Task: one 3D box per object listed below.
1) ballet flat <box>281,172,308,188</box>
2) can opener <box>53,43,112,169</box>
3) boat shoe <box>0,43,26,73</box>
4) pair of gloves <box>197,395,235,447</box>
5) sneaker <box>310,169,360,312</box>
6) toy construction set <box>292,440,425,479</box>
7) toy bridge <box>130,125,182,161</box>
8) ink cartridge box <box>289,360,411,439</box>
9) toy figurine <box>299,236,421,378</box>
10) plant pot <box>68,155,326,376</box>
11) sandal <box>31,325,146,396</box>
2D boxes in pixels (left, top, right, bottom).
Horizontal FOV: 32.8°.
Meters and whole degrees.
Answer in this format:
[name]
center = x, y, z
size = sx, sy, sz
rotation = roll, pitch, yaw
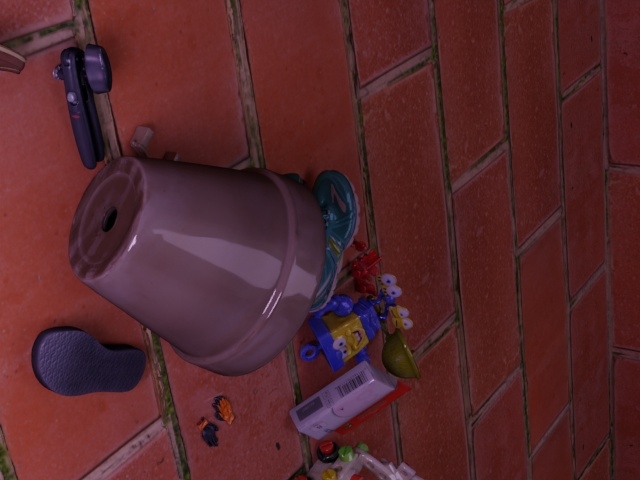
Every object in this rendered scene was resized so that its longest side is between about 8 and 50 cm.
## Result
[ballet flat]
center = -0.071, -0.023, 1.871
size = 0.280, 0.095, 0.096
rotation = -57, 140, -58
[can opener]
center = -0.333, -0.186, 1.532
size = 0.059, 0.073, 0.186
rotation = -43, 141, -53
[boat shoe]
center = -0.449, -0.228, 1.346
size = 0.178, 0.064, 0.060
rotation = 8, 96, -50
[pair of gloves]
center = -0.183, 0.320, 1.919
size = 0.083, 0.010, 0.074
rotation = -56, 139, -32
[sneaker]
center = 0.000, 0.000, 2.014
size = 0.110, 0.107, 0.275
rotation = 26, 75, -67
[toy construction set]
center = 0.062, 0.506, 2.145
size = 0.327, 0.215, 0.151
rotation = -30, 123, -50
[toy bridge]
center = -0.241, -0.110, 1.713
size = 0.188, 0.026, 0.063
rotation = 42, 65, -52
[ink cartridge box]
center = 0.074, 0.336, 2.169
size = 0.189, 0.066, 0.232
rotation = -36, 142, 13
[toy figurine]
center = 0.049, 0.179, 2.167
size = 0.217, 0.191, 0.362
rotation = -33, 134, -12
[plant pot]
center = -0.198, 0.011, 1.592
size = 0.280, 0.323, 0.323
rotation = 25, 77, -40
[sandal]
center = -0.351, 0.182, 1.607
size = 0.097, 0.054, 0.254
rotation = -68, 155, -6
